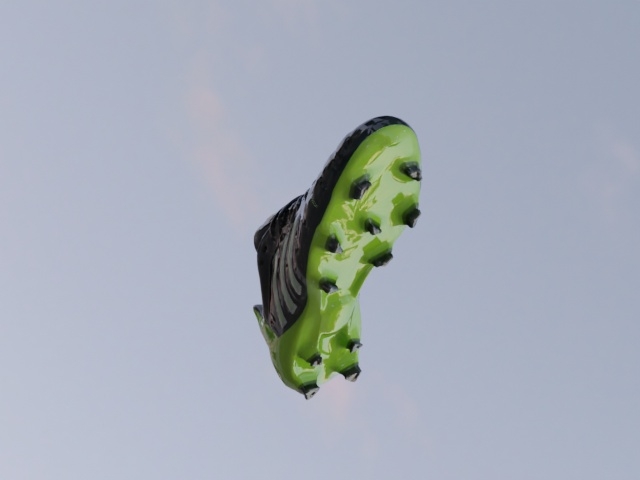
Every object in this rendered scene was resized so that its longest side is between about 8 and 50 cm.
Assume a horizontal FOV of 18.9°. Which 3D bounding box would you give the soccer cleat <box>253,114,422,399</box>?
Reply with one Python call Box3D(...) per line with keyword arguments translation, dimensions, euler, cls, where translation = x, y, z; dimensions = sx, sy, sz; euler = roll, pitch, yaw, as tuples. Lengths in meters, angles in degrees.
Box3D(translation=(0.000, 0.000, 0.903), dimensions=(0.072, 0.060, 0.179), euler=(55, -34, 31), cls="soccer cleat")
